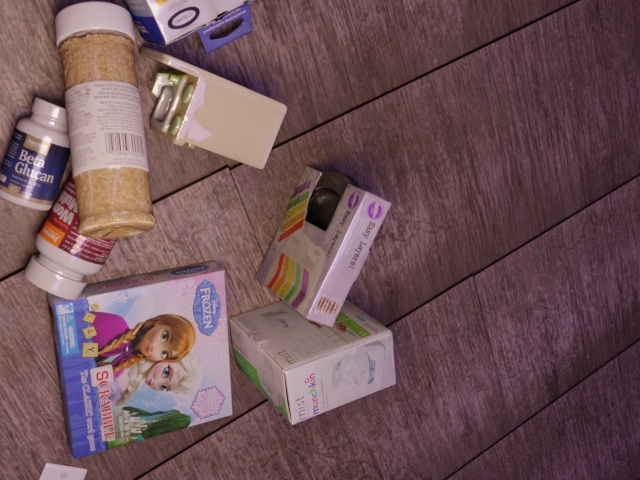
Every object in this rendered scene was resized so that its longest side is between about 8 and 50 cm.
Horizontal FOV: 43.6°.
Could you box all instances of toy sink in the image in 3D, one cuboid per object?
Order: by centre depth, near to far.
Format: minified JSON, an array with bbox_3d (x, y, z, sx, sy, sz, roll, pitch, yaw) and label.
[{"bbox_3d":[-0.206,-0.223,1.377,0.234,0.153,0.131,18,98,-34],"label":"toy sink"}]

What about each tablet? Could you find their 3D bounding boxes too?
[{"bbox_3d":[-0.495,0.456,1.533,0.083,0.006,0.054,21,95,-33],"label":"tablet"}]

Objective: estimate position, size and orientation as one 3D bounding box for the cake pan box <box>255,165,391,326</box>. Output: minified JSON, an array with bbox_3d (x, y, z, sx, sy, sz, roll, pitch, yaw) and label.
[{"bbox_3d":[0.000,0.000,1.513,0.070,0.246,0.266,23,95,-34],"label":"cake pan box"}]

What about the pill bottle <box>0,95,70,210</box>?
[{"bbox_3d":[-0.456,-0.142,1.298,0.094,0.094,0.169,18,97,-33],"label":"pill bottle"}]

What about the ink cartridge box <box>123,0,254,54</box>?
[{"bbox_3d":[-0.214,-0.494,1.280,0.270,0.151,0.395,-32,118,-16],"label":"ink cartridge box"}]

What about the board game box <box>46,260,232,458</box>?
[{"bbox_3d":[-0.329,0.220,1.509,0.318,0.066,0.318,-11,112,-26],"label":"board game box"}]

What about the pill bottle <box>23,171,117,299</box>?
[{"bbox_3d":[-0.403,-0.018,1.354,0.121,0.121,0.221,29,91,-33],"label":"pill bottle"}]

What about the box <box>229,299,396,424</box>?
[{"bbox_3d":[-0.021,0.211,1.564,0.231,0.262,0.126,-18,115,-24],"label":"box"}]

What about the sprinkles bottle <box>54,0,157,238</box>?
[{"bbox_3d":[-0.336,-0.185,1.247,0.121,0.121,0.355,-4,80,-28],"label":"sprinkles bottle"}]
